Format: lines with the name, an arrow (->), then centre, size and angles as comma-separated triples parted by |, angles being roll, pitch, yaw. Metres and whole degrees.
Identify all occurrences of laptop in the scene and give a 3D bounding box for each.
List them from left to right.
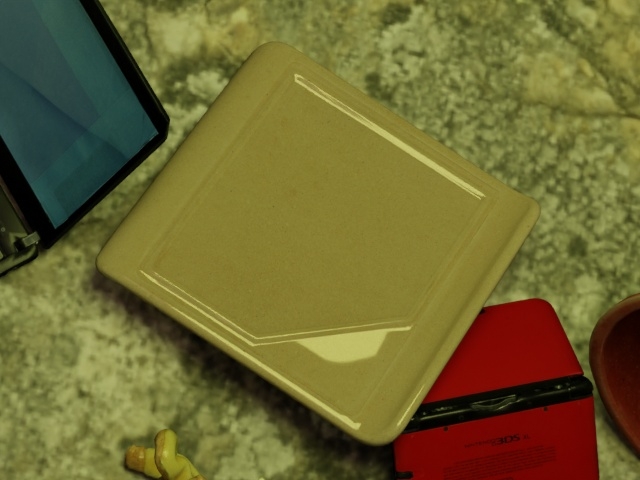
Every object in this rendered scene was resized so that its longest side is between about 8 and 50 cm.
laptop -> -0.271, -0.088, 1.236 | 0.264, 0.136, 0.234 | -29, 80, -15

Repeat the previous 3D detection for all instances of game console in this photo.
game console -> 0.109, 0.119, 1.300 | 0.144, 0.085, 0.124 | -10, 107, -11

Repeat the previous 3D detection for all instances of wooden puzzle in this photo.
wooden puzzle -> 0.000, 0.000, 1.293 | 0.239, 0.044, 0.221 | 31, 65, 8

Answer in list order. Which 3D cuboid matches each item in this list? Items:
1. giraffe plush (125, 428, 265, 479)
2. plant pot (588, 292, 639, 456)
giraffe plush -> -0.096, 0.209, 1.159 | 0.181, 0.170, 0.210 | 39, 72, 4
plant pot -> 0.363, 0.042, 1.245 | 0.272, 0.272, 0.265 | 39, 65, 4
